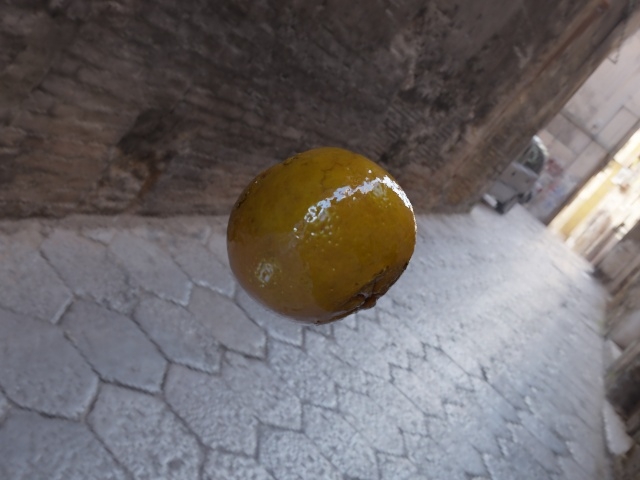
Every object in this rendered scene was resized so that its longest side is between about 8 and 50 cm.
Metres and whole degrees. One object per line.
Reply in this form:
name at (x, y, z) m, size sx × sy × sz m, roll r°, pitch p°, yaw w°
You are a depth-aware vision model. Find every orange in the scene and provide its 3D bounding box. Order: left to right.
orange at (0.000, 0.000, 0.348) m, size 0.070 × 0.083 × 0.083 m, roll 63°, pitch 17°, yaw 13°
